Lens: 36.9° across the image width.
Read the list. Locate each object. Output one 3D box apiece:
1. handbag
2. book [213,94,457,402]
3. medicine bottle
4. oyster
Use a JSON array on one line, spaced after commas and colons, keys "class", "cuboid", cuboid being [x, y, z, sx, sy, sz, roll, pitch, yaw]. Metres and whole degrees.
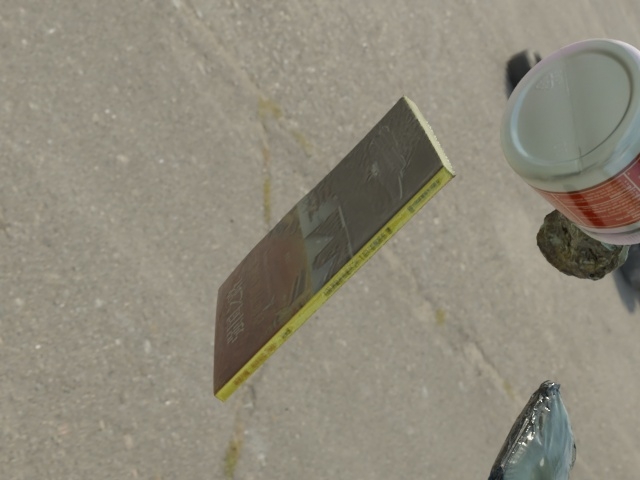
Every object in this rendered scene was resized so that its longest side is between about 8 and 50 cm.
[{"class": "handbag", "cuboid": [0.404, 0.419, 1.801, 0.332, 0.075, 0.191, -42, 117, -46]}, {"class": "book", "cuboid": [0.000, 0.000, 1.161, 0.028, 0.374, 0.262, 39, 16, -21]}, {"class": "medicine bottle", "cuboid": [0.442, -0.151, 1.494, 0.241, 0.252, 0.252, 33, 43, -41]}, {"class": "oyster", "cuboid": [0.543, -0.042, 1.824, 0.162, 0.351, 0.158, 36, 50, -2]}]
